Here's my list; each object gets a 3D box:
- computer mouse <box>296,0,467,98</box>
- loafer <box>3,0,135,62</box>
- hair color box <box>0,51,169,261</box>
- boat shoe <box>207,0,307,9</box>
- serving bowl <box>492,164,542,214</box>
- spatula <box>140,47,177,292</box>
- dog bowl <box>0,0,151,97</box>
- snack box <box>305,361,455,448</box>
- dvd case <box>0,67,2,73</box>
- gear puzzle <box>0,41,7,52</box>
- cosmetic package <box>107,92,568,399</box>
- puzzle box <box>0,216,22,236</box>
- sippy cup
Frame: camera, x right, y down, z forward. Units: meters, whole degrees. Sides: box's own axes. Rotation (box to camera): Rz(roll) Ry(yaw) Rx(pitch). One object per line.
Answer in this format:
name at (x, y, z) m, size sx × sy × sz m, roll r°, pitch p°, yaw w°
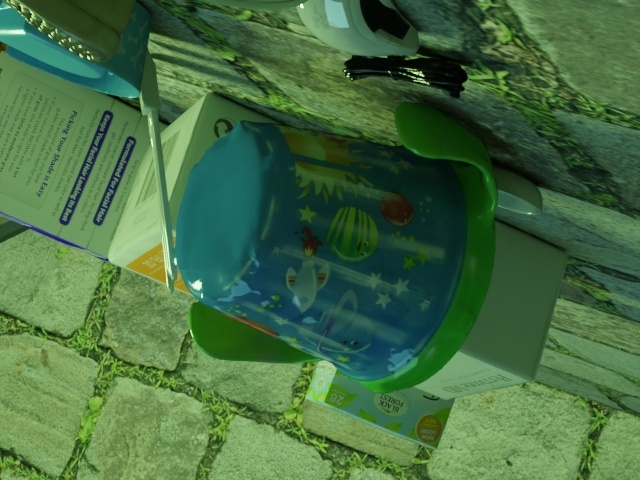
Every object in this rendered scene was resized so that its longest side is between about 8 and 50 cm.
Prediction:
computer mouse at (0.029, -0.145, 1.203) m, size 0.106 × 0.042 × 0.193 m, roll 19°, pitch 173°, yaw 30°
loafer at (-0.230, -0.228, 1.172) m, size 0.268 × 0.092 × 0.102 m, roll 37°, pitch 173°, yaw 6°
hair color box at (-0.320, -0.100, 2.061) m, size 0.338 × 0.185 × 0.110 m, roll 26°, pitch 172°, yaw -33°
boat shoe at (-0.100, -0.210, 1.038) m, size 0.233 × 0.084 × 0.079 m, roll 17°, pitch -146°, yaw -21°
serving bowl at (0.170, -0.051, 1.579) m, size 0.083 × 0.027 × 0.083 m, roll 22°, pitch 174°, yaw 2°
spatula at (-0.158, -0.074, 1.619) m, size 0.019 × 0.242 × 0.168 m, roll -5°, pitch 174°, yaw -8°
dog bowl at (-0.274, -0.215, 1.466) m, size 0.297 × 0.074 × 0.166 m, roll 26°, pitch 172°, yaw -32°
snack box at (0.101, 0.139, 2.166) m, size 0.174 × 0.207 × 0.070 m, roll 24°, pitch 173°, yaw -21°
dvd case at (-0.458, -0.238, 1.788) m, size 0.164 × 0.018 × 0.221 m, roll 29°, pitch -179°, yaw 30°
gear puzzle at (-0.429, -0.254, 1.760) m, size 0.175 × 0.044 × 0.339 m, roll 18°, pitch 173°, yaw 25°
cosmetic package at (0.017, 0.019, 1.900) m, size 0.453 × 0.162 × 0.230 m, roll 23°, pitch 162°, yaw -16°
puzzle box at (-0.431, -0.036, 2.286) m, size 0.052 × 0.409 × 0.272 m, roll 62°, pitch 171°, yaw 1°
sippy cup at (0.000, 0.000, 1.521) m, size 0.224 × 0.305 × 0.240 m, roll 18°, pitch -170°, yaw -34°
